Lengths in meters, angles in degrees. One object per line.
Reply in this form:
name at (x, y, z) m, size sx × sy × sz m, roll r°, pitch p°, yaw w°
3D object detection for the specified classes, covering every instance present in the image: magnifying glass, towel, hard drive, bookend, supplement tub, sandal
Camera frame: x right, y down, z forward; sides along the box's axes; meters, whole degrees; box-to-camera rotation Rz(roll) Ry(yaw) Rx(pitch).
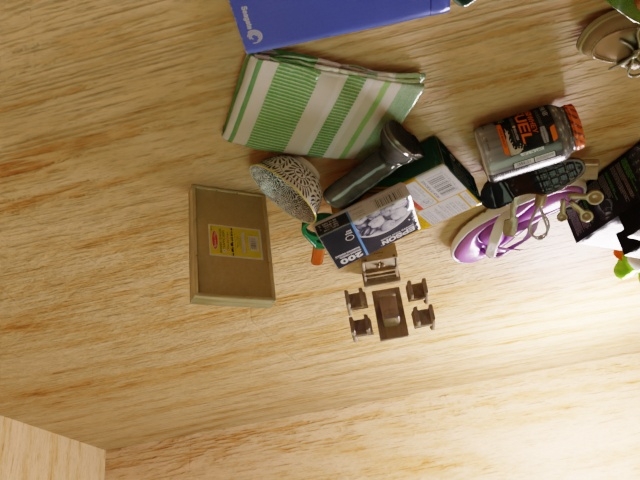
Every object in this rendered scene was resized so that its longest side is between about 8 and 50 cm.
magnifying glass at (0.000, 0.000, 1.362) m, size 0.092 × 0.026 × 0.231 m, roll 2°, pitch 152°, yaw -4°
towel at (0.000, -0.237, 1.102) m, size 0.325 × 0.038 × 0.248 m, roll 2°, pitch 150°, yaw -22°
hard drive at (0.024, -0.381, 0.851) m, size 0.319 × 0.040 × 0.210 m, roll -11°, pitch 150°, yaw 4°
bookend at (0.715, -0.027, 1.346) m, size 0.156 × 0.072 × 0.157 m, roll 9°, pitch 146°, yaw -23°
supplement tub at (0.410, -0.195, 1.194) m, size 0.191 × 0.116 × 0.117 m, roll -18°, pitch 149°, yaw 15°
sandal at (0.480, -0.026, 1.518) m, size 0.170 × 0.102 × 0.416 m, roll 10°, pitch 146°, yaw -28°

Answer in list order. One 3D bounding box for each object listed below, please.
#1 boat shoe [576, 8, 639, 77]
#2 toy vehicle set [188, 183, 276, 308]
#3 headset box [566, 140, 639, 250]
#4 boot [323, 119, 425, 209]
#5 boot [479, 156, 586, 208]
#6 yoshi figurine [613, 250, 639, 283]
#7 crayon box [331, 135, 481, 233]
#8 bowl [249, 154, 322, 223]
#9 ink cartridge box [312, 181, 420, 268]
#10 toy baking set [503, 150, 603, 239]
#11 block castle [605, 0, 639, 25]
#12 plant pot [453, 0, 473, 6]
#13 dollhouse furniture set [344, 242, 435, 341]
boat shoe at (0.580, -0.335, 1.023) m, size 0.286 × 0.089 × 0.104 m, roll -5°, pitch 150°, yaw -6°
toy vehicle set at (-0.185, 0.010, 1.247) m, size 0.166 × 0.266 × 0.035 m, roll 7°, pitch 145°, yaw -23°
headset box at (0.777, -0.101, 1.437) m, size 0.247 × 0.131 × 0.283 m, roll 7°, pitch 147°, yaw -24°
boot at (0.089, -0.141, 1.183) m, size 0.209 × 0.076 × 0.190 m, roll -26°, pitch 161°, yaw 21°
boot at (0.449, -0.145, 1.297) m, size 0.219 × 0.106 × 0.082 m, roll -18°, pitch 116°, yaw 27°
yoshi figurine at (0.991, 0.035, 1.672) m, size 0.204 × 0.202 × 0.362 m, roll -3°, pitch 153°, yaw -22°
crayon box at (0.166, -0.087, 1.353) m, size 0.323 × 0.083 × 0.203 m, roll -26°, pitch 146°, yaw 26°
bowl at (-0.054, -0.119, 1.218) m, size 0.170 × 0.080 × 0.170 m, roll 35°, pitch 163°, yaw 12°
ink cartridge box at (0.109, -0.016, 1.297) m, size 0.206 × 0.045 × 0.208 m, roll -26°, pitch 149°, yaw 4°
toy baking set at (0.518, -0.098, 1.379) m, size 0.256 × 0.030 × 0.196 m, roll -23°, pitch 111°, yaw 27°
block castle at (0.484, -0.416, 0.738) m, size 0.454 × 0.212 × 0.303 m, roll 13°, pitch 144°, yaw -33°
plant pot at (0.139, -0.413, 0.631) m, size 0.166 × 0.234 × 0.166 m, roll 20°, pitch 139°, yaw -39°
dollhouse furniture set at (0.176, 0.156, 1.614) m, size 0.212 × 0.242 × 0.161 m, roll -10°, pitch 150°, yaw 3°
